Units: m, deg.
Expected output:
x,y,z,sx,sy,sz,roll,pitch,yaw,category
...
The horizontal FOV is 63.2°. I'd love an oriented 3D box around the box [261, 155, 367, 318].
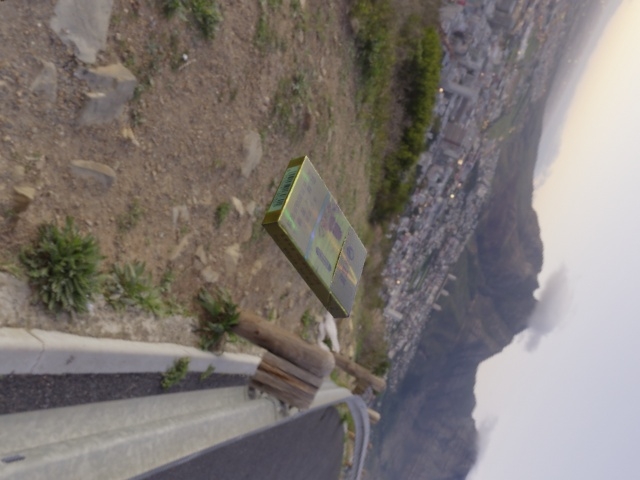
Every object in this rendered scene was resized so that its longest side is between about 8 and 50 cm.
x,y,z,sx,sy,sz,roll,pitch,yaw,category
0.000,0.000,0.691,0.193,0.030,0.121,54,40,-36,box
